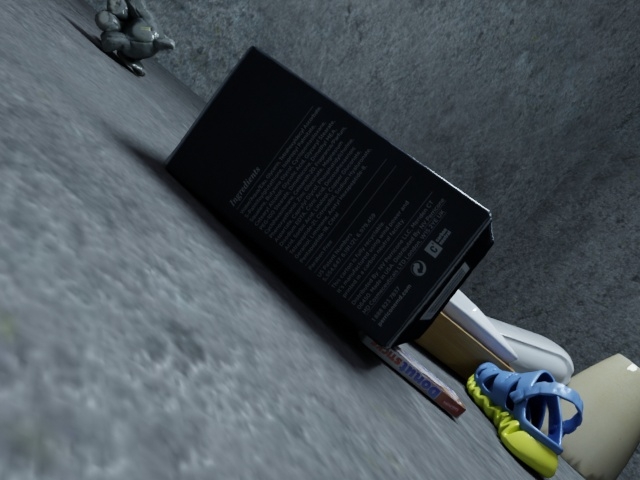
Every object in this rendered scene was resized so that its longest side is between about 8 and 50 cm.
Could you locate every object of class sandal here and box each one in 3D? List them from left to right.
[{"bbox_3d":[0.359,0.282,1.113,0.126,0.138,0.317,38,4,-11],"label":"sandal"}]

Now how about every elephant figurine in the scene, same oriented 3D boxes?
[{"bbox_3d":[-0.474,-0.512,1.637,0.239,0.170,0.185,143,-73,-80],"label":"elephant figurine"}]

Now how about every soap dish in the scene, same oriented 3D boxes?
[{"bbox_3d":[0.254,0.162,1.327,0.291,0.118,0.229,38,12,-28],"label":"soap dish"}]

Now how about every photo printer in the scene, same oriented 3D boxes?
[{"bbox_3d":[0.479,0.275,1.630,0.308,0.107,0.256,19,4,3],"label":"photo printer"}]

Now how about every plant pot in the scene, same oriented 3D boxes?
[{"bbox_3d":[0.682,0.416,1.556,0.256,0.274,0.256,40,5,-4],"label":"plant pot"}]

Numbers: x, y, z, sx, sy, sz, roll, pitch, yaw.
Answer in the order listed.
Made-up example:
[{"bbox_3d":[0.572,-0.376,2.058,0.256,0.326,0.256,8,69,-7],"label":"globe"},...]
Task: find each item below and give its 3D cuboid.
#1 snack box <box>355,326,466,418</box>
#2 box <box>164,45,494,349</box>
[{"bbox_3d":[0.124,0.177,0.886,0.178,0.022,0.064,40,4,-11],"label":"snack box"},{"bbox_3d":[0.032,-0.050,0.935,0.396,0.212,0.293,38,5,15],"label":"box"}]
